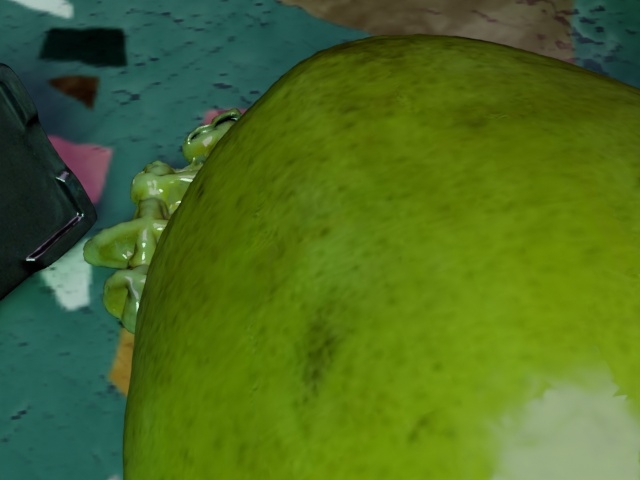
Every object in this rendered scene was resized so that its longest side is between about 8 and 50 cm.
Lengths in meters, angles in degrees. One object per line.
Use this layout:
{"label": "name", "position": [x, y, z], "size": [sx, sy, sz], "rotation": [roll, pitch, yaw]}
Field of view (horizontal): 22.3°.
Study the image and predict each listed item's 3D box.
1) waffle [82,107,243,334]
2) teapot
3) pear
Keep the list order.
{"label": "waffle", "position": [0.000, 0.000, 0.689], "size": [0.183, 0.036, 0.169], "rotation": [-34, 57, -23]}
{"label": "teapot", "position": [-0.179, -0.011, 0.678], "size": [0.096, 0.087, 0.177], "rotation": [13, 50, 45]}
{"label": "pear", "position": [0.061, 0.080, 0.498], "size": [0.252, 0.253, 0.307], "rotation": [-22, 49, -14]}
